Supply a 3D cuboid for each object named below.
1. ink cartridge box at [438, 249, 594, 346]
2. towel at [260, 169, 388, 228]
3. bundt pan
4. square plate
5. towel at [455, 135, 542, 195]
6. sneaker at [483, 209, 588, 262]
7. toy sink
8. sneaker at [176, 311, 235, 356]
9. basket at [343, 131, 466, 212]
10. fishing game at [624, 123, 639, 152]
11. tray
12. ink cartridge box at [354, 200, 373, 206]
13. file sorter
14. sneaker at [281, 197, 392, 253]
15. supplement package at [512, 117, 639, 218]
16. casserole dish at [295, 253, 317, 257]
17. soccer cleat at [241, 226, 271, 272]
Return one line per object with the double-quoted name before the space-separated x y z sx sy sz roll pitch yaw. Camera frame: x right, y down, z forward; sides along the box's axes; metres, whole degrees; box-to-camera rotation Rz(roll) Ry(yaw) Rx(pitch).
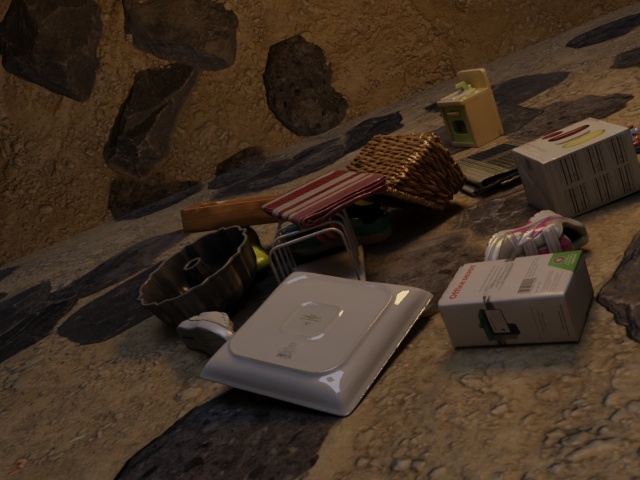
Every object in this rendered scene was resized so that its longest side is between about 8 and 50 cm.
"ink cartridge box" 0.335 0.101 1.225 0.219 0.093 0.160 -9 21 35
"towel" 0.000 -0.105 1.758 0.237 0.037 0.329 -27 16 -15
"bundt pan" -0.300 0.106 1.849 0.330 0.124 0.331 -27 23 12
"square plate" -0.010 0.168 1.367 0.347 0.049 0.344 6 36 35
"towel" 0.526 -0.217 2.035 0.312 0.056 0.324 -21 15 -7
"sneaker" 0.417 0.013 1.373 0.252 0.103 0.111 -32 19 -27
"toy sink" 0.494 -0.443 2.409 0.131 0.234 0.153 -28 19 -20
"sneaker" -0.237 0.199 1.600 0.091 0.094 0.258 -37 22 -28
"basket" 0.211 -0.141 1.920 0.223 0.213 0.299 -48 27 -18
"fishing game" 0.809 -0.269 1.854 0.189 0.041 0.264 -19 17 0
"tray" -0.172 -0.087 2.050 0.410 0.076 0.203 -6 7 5
"ink cartridge box" 0.087 -0.144 2.283 0.307 0.072 0.303 -13 20 19
"file sorter" -0.008 0.027 1.711 0.192 0.173 0.278 -19 17 8
"sneaker" 0.033 -0.049 1.893 0.302 0.121 0.108 -9 33 10
"supplement package" 0.583 -0.166 1.630 0.203 0.149 0.194 -22 17 0
"casserole dish" 0.000 0.000 2.006 0.188 0.037 0.114 -30 20 -23
"soccer cleat" -0.209 0.022 2.040 0.093 0.121 0.289 -23 18 -6
